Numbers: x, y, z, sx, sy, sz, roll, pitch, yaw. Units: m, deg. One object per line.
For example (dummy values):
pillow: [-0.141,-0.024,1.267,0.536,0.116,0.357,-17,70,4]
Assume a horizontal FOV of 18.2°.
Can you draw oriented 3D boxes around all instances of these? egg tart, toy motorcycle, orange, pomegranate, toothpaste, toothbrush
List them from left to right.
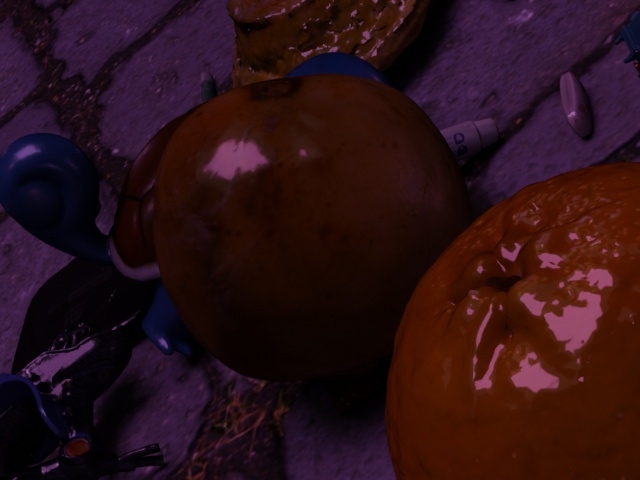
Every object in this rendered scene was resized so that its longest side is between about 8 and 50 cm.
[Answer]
toy motorcycle: [-0.310,0.235,1.969,0.358,0.125,0.212,-44,37,1]
toothbrush: [-0.124,-0.134,2.328,0.024,0.018,0.257,-40,29,17]
pomegranate: [-0.011,-0.014,1.753,0.307,0.307,0.307,-30,31,21]
egg tart: [-0.008,-0.261,2.197,0.294,0.123,0.294,-27,39,25]
toothpaste: [0.070,-0.073,1.913,0.218,0.052,0.033,-20,22,-14]
orange: [0.200,0.100,1.348,0.340,0.293,0.341,-28,33,21]

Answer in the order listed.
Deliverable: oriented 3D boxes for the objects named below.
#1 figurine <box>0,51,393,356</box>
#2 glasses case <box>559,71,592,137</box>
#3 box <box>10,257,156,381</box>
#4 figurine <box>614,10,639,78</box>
figurine: [-0.107,-0.045,2.034,0.416,0.243,0.298,-14,25,7]
glasses case: [0.239,-0.128,1.870,0.021,0.032,0.083,-27,31,20]
box: [-0.254,0.071,2.188,0.212,0.042,0.201,-30,33,21]
figurine: [0.337,-0.196,1.801,0.140,0.075,0.068,-33,30,19]
